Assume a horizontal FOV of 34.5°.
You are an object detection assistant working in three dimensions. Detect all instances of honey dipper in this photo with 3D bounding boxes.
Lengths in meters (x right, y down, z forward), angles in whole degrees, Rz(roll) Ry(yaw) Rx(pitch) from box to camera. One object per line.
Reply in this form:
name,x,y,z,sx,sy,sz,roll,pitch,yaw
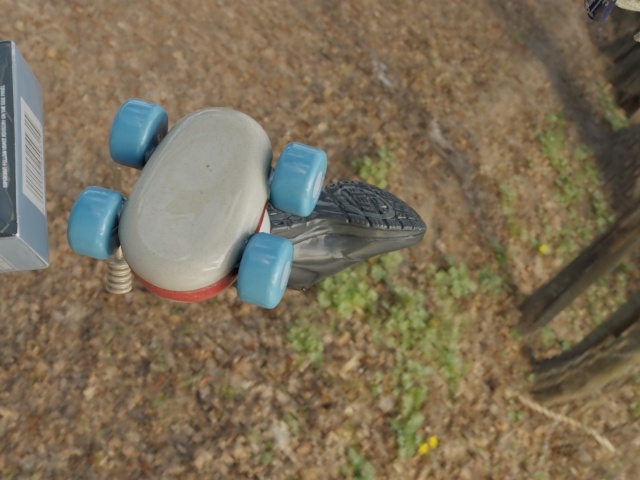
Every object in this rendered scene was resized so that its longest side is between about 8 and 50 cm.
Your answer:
honey dipper,-0.229,-0.018,1.168,0.031,0.160,0.030,4,21,-1

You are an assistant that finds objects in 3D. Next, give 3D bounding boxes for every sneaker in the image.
sneaker,0.000,0.000,1.343,0.286,0.130,0.109,-2,36,-20

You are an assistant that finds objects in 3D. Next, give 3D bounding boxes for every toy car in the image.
toy car,-0.120,-0.005,1.119,0.219,0.238,0.210,15,66,9

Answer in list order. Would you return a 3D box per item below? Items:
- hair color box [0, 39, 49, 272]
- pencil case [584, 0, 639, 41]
hair color box,-0.445,-0.058,0.922,0.375,0.113,0.185,-6,75,-2
pencil case,0.201,-0.327,0.595,0.160,0.183,0.410,0,75,-25
